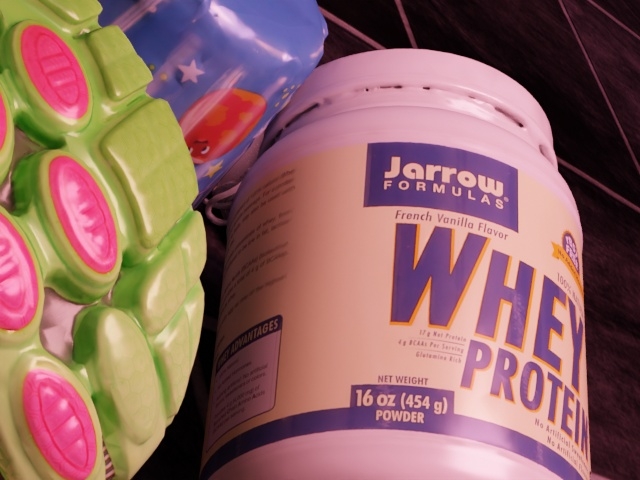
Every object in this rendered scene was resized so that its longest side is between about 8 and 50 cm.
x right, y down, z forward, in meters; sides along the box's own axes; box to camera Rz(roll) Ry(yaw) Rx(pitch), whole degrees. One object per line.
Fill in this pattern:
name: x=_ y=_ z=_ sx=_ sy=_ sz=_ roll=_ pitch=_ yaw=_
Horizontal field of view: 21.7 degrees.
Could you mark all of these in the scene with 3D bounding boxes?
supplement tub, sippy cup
supplement tub: x=0.050 y=0.066 z=1.043 sx=0.235 sy=0.235 sz=0.325 roll=33 pitch=45 yaw=-34
sippy cup: x=-0.126 y=-0.114 z=1.063 sx=0.240 sy=0.224 sz=0.305 roll=28 pitch=34 yaw=-41

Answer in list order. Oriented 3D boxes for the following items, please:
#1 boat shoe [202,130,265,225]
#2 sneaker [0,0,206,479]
boat shoe: x=-0.001 y=0.002 z=1.249 sx=0.320 sy=0.118 sz=0.103 roll=59 pitch=21 yaw=-1
sneaker: x=-0.224 y=-0.071 z=0.858 sx=0.185 sy=0.202 sz=0.483 roll=-14 pitch=67 yaw=-48
